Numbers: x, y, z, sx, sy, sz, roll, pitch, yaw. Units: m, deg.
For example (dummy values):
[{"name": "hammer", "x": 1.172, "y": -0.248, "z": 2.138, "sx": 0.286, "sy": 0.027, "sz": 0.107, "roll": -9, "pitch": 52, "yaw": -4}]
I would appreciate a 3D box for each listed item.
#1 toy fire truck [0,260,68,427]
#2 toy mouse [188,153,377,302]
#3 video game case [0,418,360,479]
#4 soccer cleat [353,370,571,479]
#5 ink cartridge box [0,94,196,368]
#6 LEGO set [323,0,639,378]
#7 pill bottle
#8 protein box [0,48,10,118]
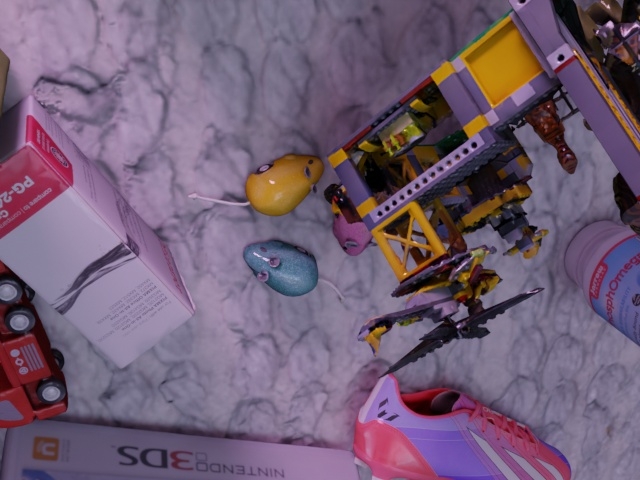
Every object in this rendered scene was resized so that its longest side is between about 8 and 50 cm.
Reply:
[{"name": "toy fire truck", "x": -0.262, "y": 0.057, "z": 0.518, "sx": 0.135, "sy": 0.047, "sz": 0.192, "roll": -17, "pitch": 119, "yaw": -11}, {"name": "toy mouse", "x": 0.000, "y": 0.000, "z": 0.596, "sx": 0.161, "sy": 0.031, "sz": 0.143, "roll": -23, "pitch": 120, "yaw": -9}, {"name": "video game case", "x": -0.079, "y": 0.285, "z": 0.537, "sx": 0.300, "sy": 0.329, "sz": 0.036, "roll": 13, "pitch": 131, "yaw": -25}, {"name": "soccer cleat", "x": 0.143, "y": 0.183, "z": 0.710, "sx": 0.248, "sy": 0.083, "sz": 0.095, "roll": 14, "pitch": 97, "yaw": -25}, {"name": "ink cartridge box", "x": -0.156, "y": -0.005, "z": 0.491, "sx": 0.063, "sy": 0.109, "sz": 0.150, "roll": -37, "pitch": 121, "yaw": -2}, {"name": "LEGO set", "x": 0.176, "y": -0.038, "z": 0.455, "sx": 0.331, "sy": 0.192, "sz": 0.255, "roll": -34, "pitch": 166, "yaw": 25}, {"name": "pill bottle", "x": 0.278, "y": 0.043, "z": 0.642, "sx": 0.087, "sy": 0.160, "sz": 0.087, "roll": -8, "pitch": 116, "yaw": -17}, {"name": "protein box", "x": -0.270, "y": -0.102, "z": 0.353, "sx": 0.136, "sy": 0.200, "sz": 0.201, "roll": -37, "pitch": 121, "yaw": 0}]
